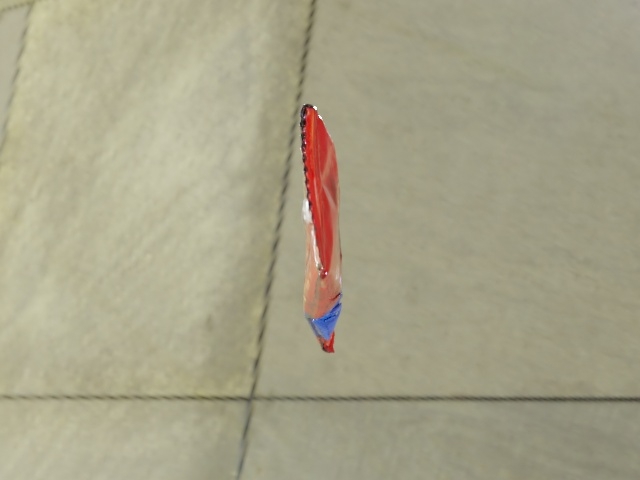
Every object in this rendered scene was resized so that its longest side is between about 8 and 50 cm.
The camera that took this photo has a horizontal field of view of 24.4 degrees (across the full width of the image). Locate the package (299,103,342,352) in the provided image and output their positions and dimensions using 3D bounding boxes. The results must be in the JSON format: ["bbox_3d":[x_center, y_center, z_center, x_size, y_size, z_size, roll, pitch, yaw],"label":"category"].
[{"bbox_3d":[0.000,0.000,0.769,0.022,0.200,0.083,-2,75,1],"label":"package"}]
